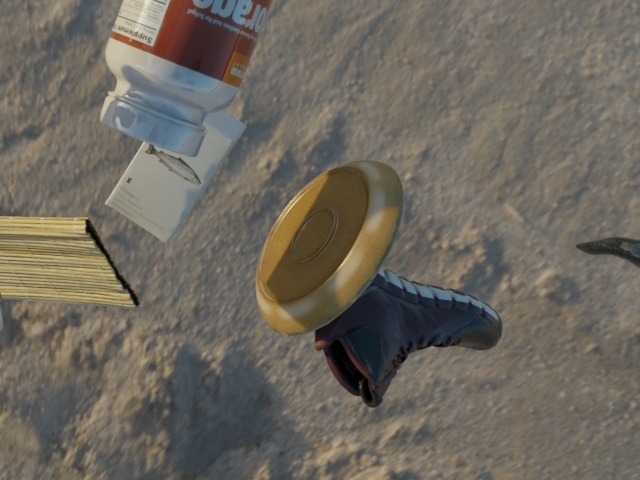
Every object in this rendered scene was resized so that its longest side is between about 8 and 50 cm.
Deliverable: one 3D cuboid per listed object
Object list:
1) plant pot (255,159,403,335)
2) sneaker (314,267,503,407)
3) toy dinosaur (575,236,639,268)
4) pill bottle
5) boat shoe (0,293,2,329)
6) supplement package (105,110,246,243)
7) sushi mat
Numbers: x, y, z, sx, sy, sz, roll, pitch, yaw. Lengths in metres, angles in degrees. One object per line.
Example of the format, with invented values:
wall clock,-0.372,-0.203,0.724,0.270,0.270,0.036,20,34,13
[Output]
plant pot,0.000,0.000,1.434,0.032,0.236,0.236,34,58,-30
sneaker,0.098,0.132,1.470,0.281,0.106,0.162,20,60,-27
toy dinosaur,0.253,0.090,0.560,0.160,0.121,0.313,-14,29,-43
pill bottle,-0.112,-0.188,1.057,0.121,0.121,0.216,20,96,-8
boat shoe,-0.372,-0.013,1.097,0.109,0.305,0.091,-13,56,4
supplement package,-0.198,-0.105,1.684,0.105,0.179,0.105,33,18,-4
sushi mat,-0.383,0.028,1.649,0.019,0.316,0.151,-54,130,-35
